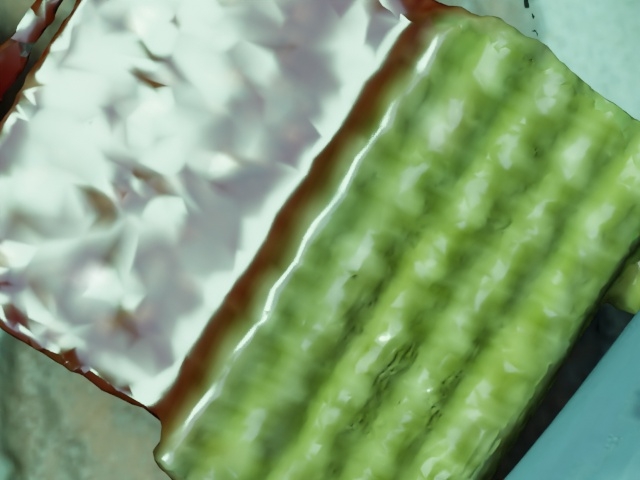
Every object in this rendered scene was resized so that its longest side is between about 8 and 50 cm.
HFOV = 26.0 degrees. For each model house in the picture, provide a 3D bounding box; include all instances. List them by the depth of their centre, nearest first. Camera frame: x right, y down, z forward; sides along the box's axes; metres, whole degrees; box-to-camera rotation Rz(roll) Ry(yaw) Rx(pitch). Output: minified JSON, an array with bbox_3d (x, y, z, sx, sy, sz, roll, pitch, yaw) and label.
[{"bbox_3d":[0.000,0.000,0.520,0.254,0.160,0.196,32,89,13],"label":"model house"}]

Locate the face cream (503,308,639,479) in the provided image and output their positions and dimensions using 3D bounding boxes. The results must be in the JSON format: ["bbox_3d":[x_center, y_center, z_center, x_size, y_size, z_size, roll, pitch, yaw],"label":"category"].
[{"bbox_3d":[0.178,0.006,0.454,0.135,0.086,0.385,26,64,27],"label":"face cream"}]
